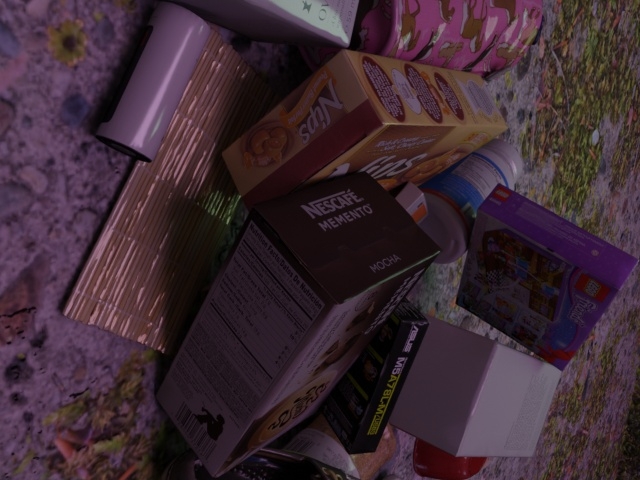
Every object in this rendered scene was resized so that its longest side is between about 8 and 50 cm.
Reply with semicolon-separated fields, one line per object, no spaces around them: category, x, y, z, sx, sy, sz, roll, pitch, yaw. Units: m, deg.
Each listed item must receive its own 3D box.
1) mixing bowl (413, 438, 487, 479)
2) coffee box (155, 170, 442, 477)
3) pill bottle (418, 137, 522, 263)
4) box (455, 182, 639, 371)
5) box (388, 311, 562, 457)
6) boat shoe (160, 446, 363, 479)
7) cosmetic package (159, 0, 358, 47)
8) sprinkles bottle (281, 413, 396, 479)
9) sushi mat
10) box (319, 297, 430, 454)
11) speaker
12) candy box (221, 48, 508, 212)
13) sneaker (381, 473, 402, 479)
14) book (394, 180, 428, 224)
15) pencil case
mixing bowl;0.272;0.397;1.307;0.181;0.098;0.182;-24;121;-46
coffee box;-0.031;0.088;0.678;0.168;0.119;0.297;-20;151;-47
pill bottle;0.226;-0.071;1.045;0.221;0.124;0.124;-40;132;-36
box;0.308;0.064;0.964;0.057;0.200;0.293;-48;157;-21
box;0.223;0.230;1.081;0.345;0.214;0.168;26;83;-52
boat shoe;-0.028;0.302;0.765;0.304;0.091;0.109;19;53;-17
cosmetic package;-0.064;-0.310;0.575;0.224;0.138;0.224;4;100;-51
sprinkles bottle;-0.045;0.347;0.866;0.355;0.121;0.121;-34;129;-39
sushi mat;-0.136;-0.046;0.684;0.151;0.019;0.317;35;76;-51
box;0.035;0.121;0.797;0.045;0.191;0.184;7;113;-31
speaker;-0.149;-0.142;0.600;0.055;0.055;0.136;31;79;-52
candy box;0.065;-0.114;0.753;0.316;0.182;0.088;-11;72;-54
sneaker;0.104;0.514;1.143;0.212;0.094;0.080;-58;139;-19
book;0.098;-0.022;0.884;0.096;0.035;0.144;-47;169;2
pencil case;0.131;-0.278;0.821;0.386;0.167;0.160;-16;150;-48
